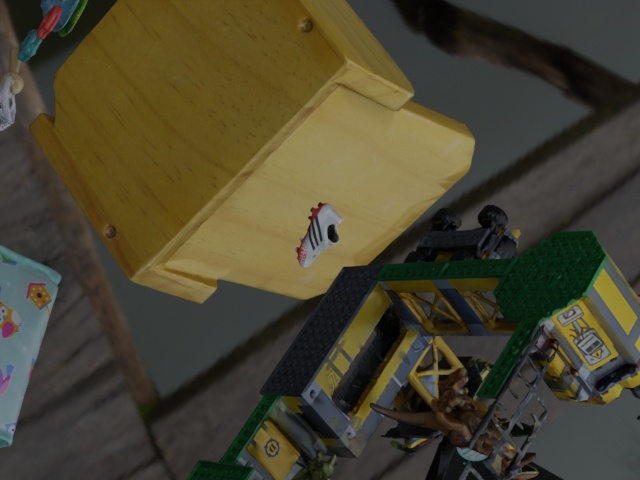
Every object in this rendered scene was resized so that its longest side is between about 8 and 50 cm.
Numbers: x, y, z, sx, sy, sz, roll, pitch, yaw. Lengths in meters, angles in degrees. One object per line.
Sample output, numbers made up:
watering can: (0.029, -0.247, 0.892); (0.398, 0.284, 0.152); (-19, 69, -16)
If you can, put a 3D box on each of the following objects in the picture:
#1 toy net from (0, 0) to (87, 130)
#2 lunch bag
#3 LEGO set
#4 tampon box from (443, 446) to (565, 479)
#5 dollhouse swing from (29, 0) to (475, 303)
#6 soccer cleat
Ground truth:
toy net: (-0.343, -0.214, 1.729); (0.045, 0.122, 0.232); (31, 82, -25)
lunch bag: (-0.444, 0.130, 1.666); (0.160, 0.262, 0.223); (32, 58, -32)
LEGO set: (0.065, 0.162, 0.751); (0.192, 0.255, 0.331); (50, 50, -27)
tampon box: (0.175, 0.282, 1.387); (0.120, 0.161, 0.101); (-45, 150, -35)
dollhouse swing: (-0.059, -0.131, 1.617); (0.347, 0.315, 0.305); (-44, 160, 24)
soccer cleat: (0.000, 0.000, 1.404); (0.029, 0.035, 0.083); (-35, 153, -45)
